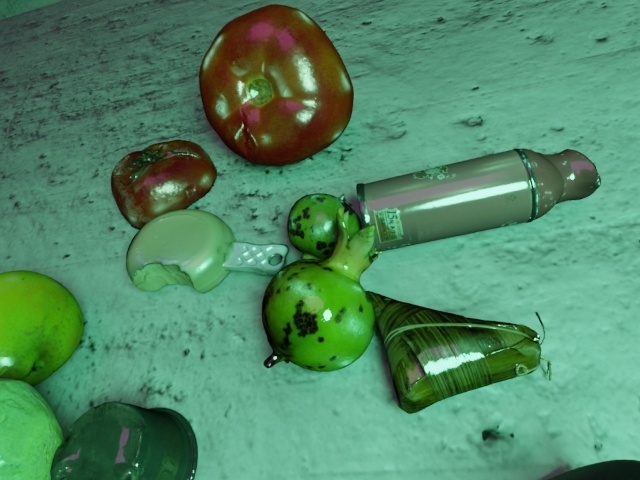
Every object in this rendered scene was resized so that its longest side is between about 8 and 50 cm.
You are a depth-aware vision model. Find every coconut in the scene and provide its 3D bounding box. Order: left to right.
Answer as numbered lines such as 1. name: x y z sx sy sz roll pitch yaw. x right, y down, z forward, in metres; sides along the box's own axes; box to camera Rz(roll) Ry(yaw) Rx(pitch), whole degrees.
1. coconut: -0.431 0.261 0.489 0.235 0.236 0.205 -15 37 7

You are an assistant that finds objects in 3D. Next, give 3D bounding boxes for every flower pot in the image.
1. flower pot: -0.247 0.272 0.533 0.157 0.107 0.158 -10 49 12

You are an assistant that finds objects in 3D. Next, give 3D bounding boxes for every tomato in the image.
1. tomato: -0.341 -0.139 0.892 0.227 0.101 0.228 -11 48 12
2. tomato: -0.076 -0.292 0.834 0.298 0.299 0.226 3 14 21

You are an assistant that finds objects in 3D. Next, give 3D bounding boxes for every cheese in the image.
1. cheese: -0.187 0.023 0.723 0.286 0.082 0.163 5 56 21

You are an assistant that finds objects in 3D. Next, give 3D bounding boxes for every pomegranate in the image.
1. pomegranate: 0.000 0.000 0.667 0.122 0.122 0.162 14 86 27
2. pomegranate: 0.002 0.063 0.557 0.156 0.156 0.220 17 101 29

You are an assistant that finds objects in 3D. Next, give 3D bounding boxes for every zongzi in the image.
1. zongzi: 0.164 0.107 0.549 0.187 0.084 0.184 -14 40 -1

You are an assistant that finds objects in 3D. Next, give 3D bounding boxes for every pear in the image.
1. pear: -0.464 0.143 0.656 0.219 0.188 0.187 19 60 48

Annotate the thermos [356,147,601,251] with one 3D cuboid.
1. thermos: 0.228 -0.064 0.648 0.329 0.136 0.110 -12 78 10

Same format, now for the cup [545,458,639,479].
1. cup: 0.222 0.292 0.331 0.199 0.199 0.150 -29 68 -5
